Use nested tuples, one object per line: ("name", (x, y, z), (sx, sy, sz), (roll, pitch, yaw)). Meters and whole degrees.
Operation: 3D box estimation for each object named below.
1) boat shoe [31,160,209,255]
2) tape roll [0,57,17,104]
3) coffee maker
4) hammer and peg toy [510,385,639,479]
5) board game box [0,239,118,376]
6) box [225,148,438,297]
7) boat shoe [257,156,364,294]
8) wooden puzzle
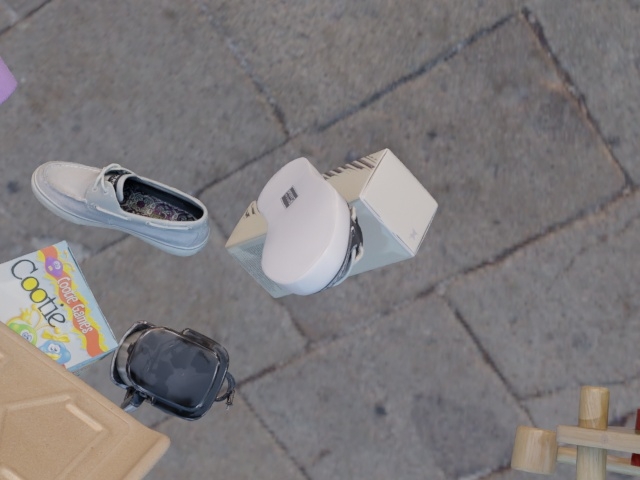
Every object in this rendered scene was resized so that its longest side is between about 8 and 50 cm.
("boat shoe", (-0.237, -0.055, 1.468), (0.227, 0.079, 0.081), (20, 144, 0))
("tape roll", (-0.442, -0.119, 1.212), (0.274, 0.275, 0.090), (-24, 110, 22))
("coffee maker", (-0.174, 0.165, 1.561), (0.171, 0.178, 0.120), (3, 86, -16))
("hammer and peg toy", (0.432, 0.249, 1.530), (0.361, 0.265, 0.127), (-2, 82, 51))
("board game box", (-0.379, 0.131, 1.448), (0.275, 0.142, 0.144), (-36, 80, 51))
("box", (0.009, -0.017, 1.563), (0.275, 0.094, 0.113), (-18, 124, 46))
("boat shoe", (0.000, 0.000, 1.298), (0.102, 0.301, 0.108), (43, 96, -18))
("wooden puzzle", (-0.367, 0.207, 1.150), (0.347, 0.322, 0.081), (31, 129, 10))
